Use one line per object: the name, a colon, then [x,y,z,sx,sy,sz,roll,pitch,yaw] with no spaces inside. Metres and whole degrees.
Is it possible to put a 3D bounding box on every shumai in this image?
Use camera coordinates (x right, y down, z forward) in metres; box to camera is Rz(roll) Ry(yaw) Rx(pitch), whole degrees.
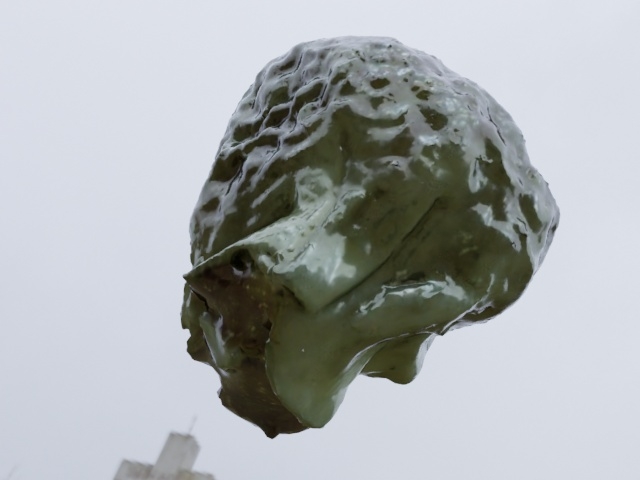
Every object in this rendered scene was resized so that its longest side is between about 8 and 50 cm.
shumai: [0.001,-0.001,0.590,0.256,0.218,0.189,9,-45,35]
